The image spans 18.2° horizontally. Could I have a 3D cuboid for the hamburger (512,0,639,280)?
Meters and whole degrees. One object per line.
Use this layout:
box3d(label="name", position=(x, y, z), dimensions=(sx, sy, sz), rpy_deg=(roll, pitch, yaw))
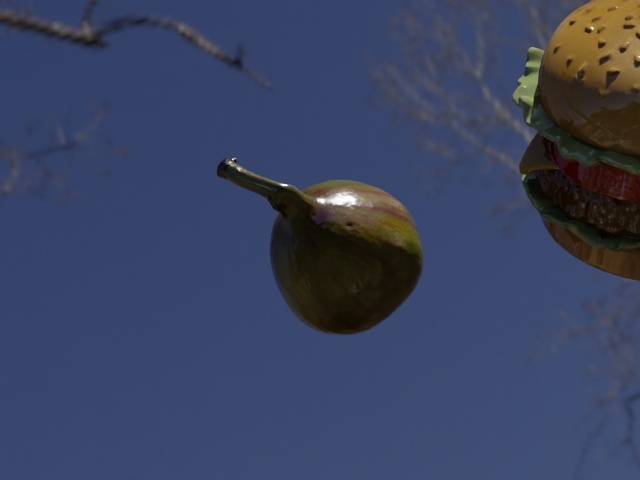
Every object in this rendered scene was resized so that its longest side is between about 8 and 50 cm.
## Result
box3d(label="hamburger", position=(0.313, -0.115, 1.821), dimensions=(0.274, 0.274, 0.212), rpy_deg=(-13, -53, -11))

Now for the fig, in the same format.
box3d(label="fig", position=(0.014, -0.004, 1.855), dimensions=(0.142, 0.148, 0.186), rpy_deg=(-28, -39, 0))
